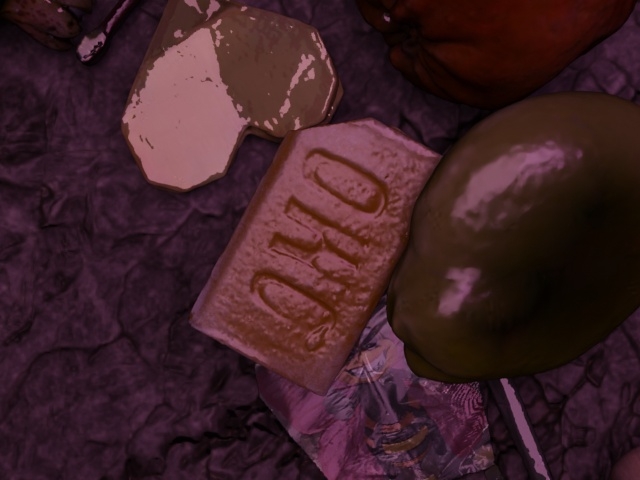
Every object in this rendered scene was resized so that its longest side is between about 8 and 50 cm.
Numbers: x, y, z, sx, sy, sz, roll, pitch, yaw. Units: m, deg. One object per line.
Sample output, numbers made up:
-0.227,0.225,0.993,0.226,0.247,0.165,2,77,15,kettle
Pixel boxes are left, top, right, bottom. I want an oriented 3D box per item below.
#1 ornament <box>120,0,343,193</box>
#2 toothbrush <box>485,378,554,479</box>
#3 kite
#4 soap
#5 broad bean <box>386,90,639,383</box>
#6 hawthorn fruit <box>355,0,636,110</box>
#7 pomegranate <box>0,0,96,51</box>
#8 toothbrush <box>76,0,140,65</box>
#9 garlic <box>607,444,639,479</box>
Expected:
-0.095,-0.151,1.256,0.201,0.059,0.180,-26,87,3,ornament
0.191,0.201,1.220,0.030,0.030,0.297,-26,82,21,toothbrush
0.093,0.206,1.226,0.204,0.022,0.360,-29,83,8,kite
0.000,0.000,1.201,0.140,0.073,0.232,28,96,-3,soap
0.178,0.001,1.155,0.291,0.119,0.238,-36,120,-7,broad bean
0.147,-0.242,1.157,0.258,0.258,0.262,22,74,6,hawthorn fruit
-0.320,-0.245,1.231,0.247,0.202,0.202,29,88,-21,pomegranate
-0.108,-0.306,1.280,0.041,0.041,0.364,39,89,7,toothbrush
0.321,0.268,1.142,0.227,0.152,0.228,-1,86,13,garlic
